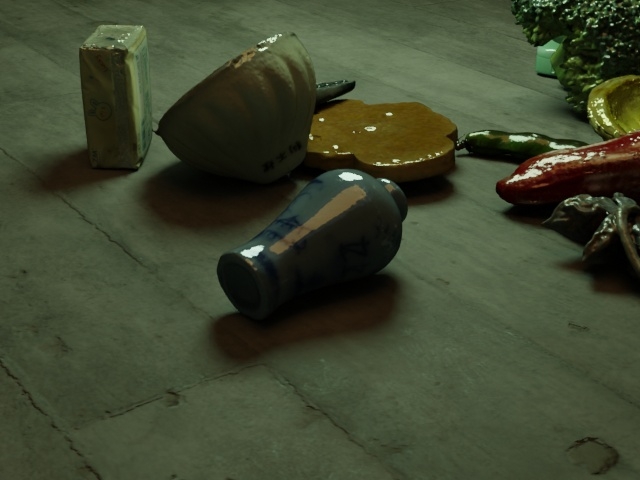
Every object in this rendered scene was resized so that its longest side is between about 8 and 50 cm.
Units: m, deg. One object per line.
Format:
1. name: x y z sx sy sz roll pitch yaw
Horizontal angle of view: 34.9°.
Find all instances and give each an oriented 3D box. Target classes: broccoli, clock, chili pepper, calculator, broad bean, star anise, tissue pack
1. broccoli: 0.510 -0.354 1.881 0.375 0.302 0.249 25 48 -7
2. clock: 0.553 -0.396 2.167 0.159 0.065 0.211 12 27 20
3. chili pepper: 0.380 -0.098 1.494 0.253 0.136 0.144 -5 52 2
4. calculator: -0.058 -0.253 1.803 0.177 0.040 0.268 3 21 45
5. broad bean: 0.348 -0.149 1.656 0.255 0.046 0.065 11 34 20
6. star anise: 0.406 -0.008 1.328 0.230 0.081 0.262 12 23 -4
7. tissue pack: -0.317 -0.227 1.594 0.092 0.196 0.148 2 25 0

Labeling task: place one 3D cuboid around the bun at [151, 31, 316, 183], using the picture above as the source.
1. bun: -0.098 -0.174 1.535 0.263 0.175 0.263 -36 2 1

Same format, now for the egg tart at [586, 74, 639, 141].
1. egg tart: 0.567 -0.182 1.675 0.279 0.095 0.278 1 38 -1

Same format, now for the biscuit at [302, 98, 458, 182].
1. biscuit: 0.079 -0.164 1.659 0.270 0.051 0.376 -10 25 -16

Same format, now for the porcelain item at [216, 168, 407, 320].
1. porcelain item: 0.000 0.000 1.228 0.141 0.141 0.259 24 40 37
